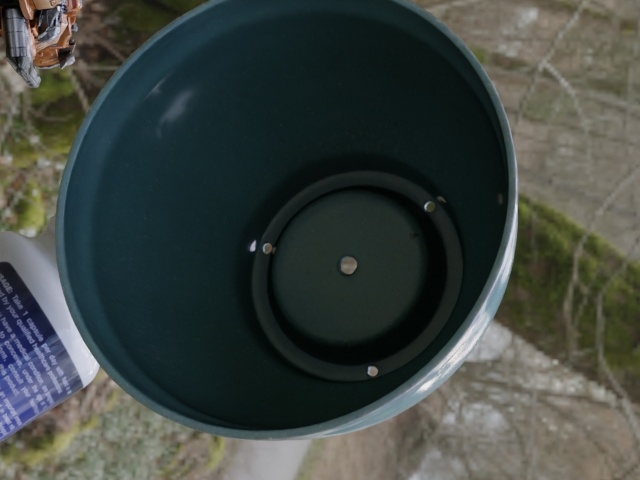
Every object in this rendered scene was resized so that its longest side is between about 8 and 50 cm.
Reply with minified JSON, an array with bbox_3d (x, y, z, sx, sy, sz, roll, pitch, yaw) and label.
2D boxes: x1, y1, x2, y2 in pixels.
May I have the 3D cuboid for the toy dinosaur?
[{"bbox_3d":[-0.249,-0.253,0.963,0.322,0.164,0.218,152,-63,-65],"label":"toy dinosaur"}]

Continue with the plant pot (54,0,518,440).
[{"bbox_3d":[0.000,0.000,0.779,0.196,0.293,0.293,43,52,-66],"label":"plant pot"}]

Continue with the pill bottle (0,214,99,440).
[{"bbox_3d":[-0.279,0.086,0.953,0.265,0.153,0.153,-33,138,-18],"label":"pill bottle"}]
